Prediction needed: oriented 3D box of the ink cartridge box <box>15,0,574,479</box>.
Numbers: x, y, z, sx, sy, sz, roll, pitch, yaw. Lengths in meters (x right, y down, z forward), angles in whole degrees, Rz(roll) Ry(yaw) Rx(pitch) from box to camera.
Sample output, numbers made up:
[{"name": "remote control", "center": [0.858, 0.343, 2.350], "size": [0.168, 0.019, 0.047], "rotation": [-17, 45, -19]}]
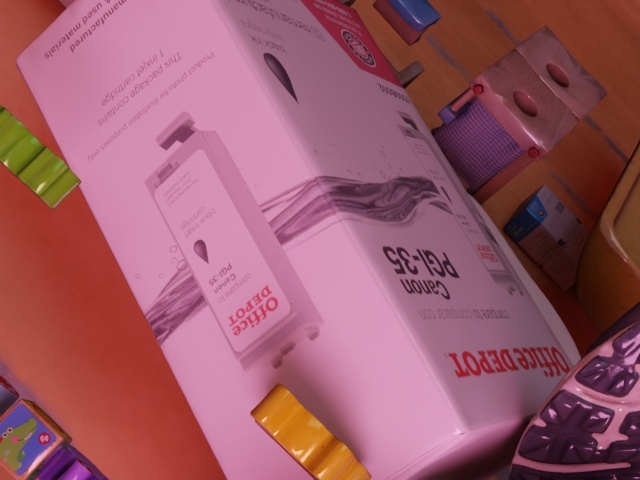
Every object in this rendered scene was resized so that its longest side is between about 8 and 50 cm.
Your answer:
[{"name": "ink cartridge box", "center": [0.000, 0.000, 0.609], "size": [0.207, 0.117, 0.283], "rotation": [7, 49, -61]}]

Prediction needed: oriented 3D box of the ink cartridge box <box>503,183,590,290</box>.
[{"name": "ink cartridge box", "center": [0.182, 0.003, 0.883], "size": [0.083, 0.028, 0.048], "rotation": [46, 38, 0]}]

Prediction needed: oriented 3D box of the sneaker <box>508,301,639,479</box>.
[{"name": "sneaker", "center": [0.148, 0.114, 0.577], "size": [0.110, 0.283, 0.122], "rotation": [11, 43, 10]}]

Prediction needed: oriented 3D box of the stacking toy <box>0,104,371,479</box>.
[{"name": "stacking toy", "center": [-0.115, 0.073, 0.455], "size": [0.221, 0.052, 0.167], "rotation": [44, 81, 5]}]

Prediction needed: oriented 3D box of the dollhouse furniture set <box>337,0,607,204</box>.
[{"name": "dollhouse furniture set", "center": [0.070, -0.110, 0.799], "size": [0.184, 0.129, 0.129], "rotation": [49, 38, 2]}]

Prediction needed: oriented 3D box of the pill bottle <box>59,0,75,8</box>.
[{"name": "pill bottle", "center": [-0.058, -0.267, 0.779], "size": [0.181, 0.181, 0.323], "rotation": [37, 38, -11]}]

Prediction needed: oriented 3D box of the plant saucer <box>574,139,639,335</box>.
[{"name": "plant saucer", "center": [0.319, 0.061, 0.893], "size": [0.333, 0.081, 0.333], "rotation": [51, 37, -6]}]

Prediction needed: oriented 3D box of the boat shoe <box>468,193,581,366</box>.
[{"name": "boat shoe", "center": [0.104, 0.058, 0.733], "size": [0.184, 0.063, 0.066], "rotation": [55, 38, -2]}]
